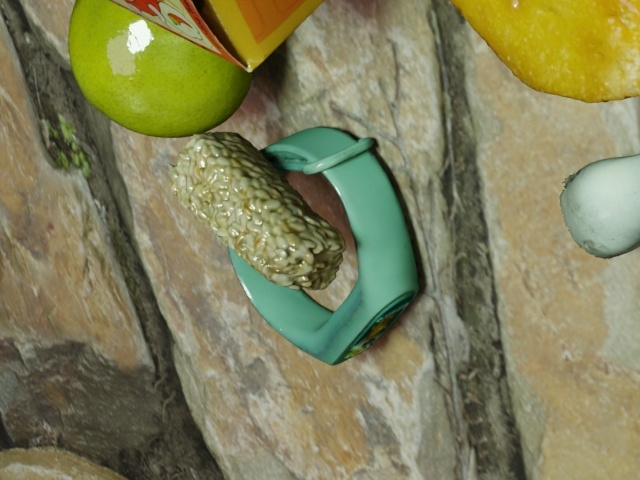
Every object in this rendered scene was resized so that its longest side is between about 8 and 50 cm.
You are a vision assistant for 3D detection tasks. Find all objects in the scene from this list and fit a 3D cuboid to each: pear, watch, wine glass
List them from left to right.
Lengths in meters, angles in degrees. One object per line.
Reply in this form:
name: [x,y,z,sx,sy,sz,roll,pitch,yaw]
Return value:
pear: [-0.129,-0.168,1.464,0.216,0.166,0.180,118,153,-74]
watch: [0.000,0.000,1.494,0.195,0.068,0.237,57,150,12]
wine glass: [0.232,-0.040,1.152,0.155,0.072,0.072,-28,89,56]

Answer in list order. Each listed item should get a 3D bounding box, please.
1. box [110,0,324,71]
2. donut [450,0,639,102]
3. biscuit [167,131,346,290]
box: [-0.123,-0.308,1.241,0.283,0.214,0.259,29,159,38]
donut: [0.159,-0.240,1.076,0.303,0.110,0.303,33,139,35]
biscuit: [-0.051,-0.023,1.412,0.168,0.082,0.070,44,120,34]
